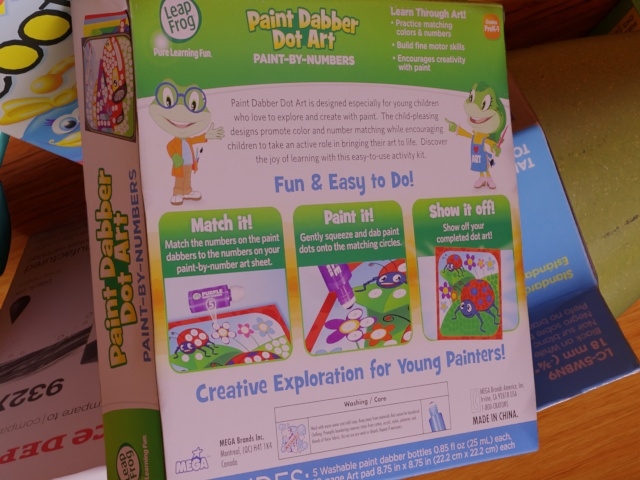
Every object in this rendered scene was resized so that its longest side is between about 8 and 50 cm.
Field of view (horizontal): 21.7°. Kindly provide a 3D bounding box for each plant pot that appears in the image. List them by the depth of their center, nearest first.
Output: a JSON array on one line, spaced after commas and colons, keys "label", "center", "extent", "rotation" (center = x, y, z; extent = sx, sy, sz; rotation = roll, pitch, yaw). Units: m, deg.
[{"label": "plant pot", "center": [0.155, -0.030, 1.238], "extent": [0.293, 0.275, 0.275], "rotation": [-26, 157, 0]}]

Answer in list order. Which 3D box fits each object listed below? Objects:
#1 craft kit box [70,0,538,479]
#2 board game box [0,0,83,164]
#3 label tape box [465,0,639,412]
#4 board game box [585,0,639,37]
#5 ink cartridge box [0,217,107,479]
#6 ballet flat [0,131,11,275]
[{"label": "craft kit box", "center": [0.000, 0.000, 0.839], "extent": [0.250, 0.247, 0.061], "rotation": [-3, -179, -40]}, {"label": "board game box", "center": [-0.134, -0.148, 0.872], "extent": [0.142, 0.144, 0.275], "rotation": [-32, 155, 19]}, {"label": "label tape box", "center": [0.018, -0.025, 1.023], "extent": [0.240, 0.334, 0.106], "rotation": [-22, 134, 0]}, {"label": "board game box", "center": [0.255, -0.098, 1.449], "extent": [0.213, 0.046, 0.317], "rotation": [-6, 152, -35]}, {"label": "ink cartridge box", "center": [-0.119, 0.102, 1.165], "extent": [0.223, 0.307, 0.129], "rotation": [-16, 123, 18]}, {"label": "ballet flat", "center": [-0.243, -0.039, 1.110], "extent": [0.073, 0.080, 0.232], "rotation": [13, 147, -4]}]
